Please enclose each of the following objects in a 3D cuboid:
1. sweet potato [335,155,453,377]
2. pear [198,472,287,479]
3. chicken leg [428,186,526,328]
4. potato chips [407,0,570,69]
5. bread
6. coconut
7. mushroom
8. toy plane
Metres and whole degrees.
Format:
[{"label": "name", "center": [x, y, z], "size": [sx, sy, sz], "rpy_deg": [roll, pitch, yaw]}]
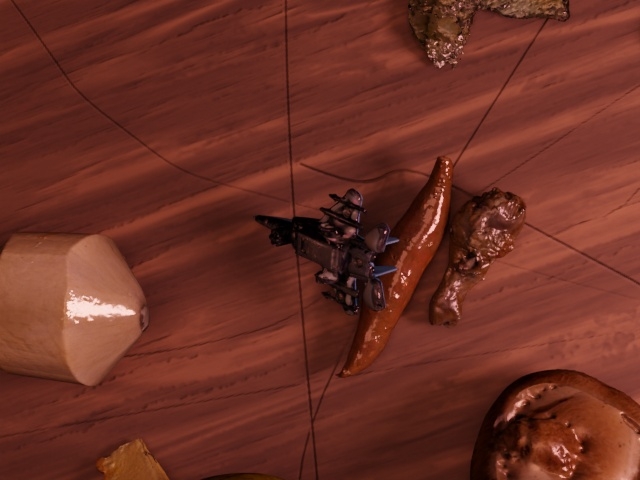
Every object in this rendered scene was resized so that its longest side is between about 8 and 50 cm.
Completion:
[{"label": "sweet potato", "center": [0.097, 0.037, 1.723], "size": [0.072, 0.066, 0.314], "rpy_deg": [31, 93, 50]}, {"label": "pear", "center": [-0.090, 0.411, 1.609], "size": [0.283, 0.283, 0.284], "rpy_deg": [-1, 83, 11]}, {"label": "chicken leg", "center": [0.191, 0.022, 1.710], "size": [0.085, 0.069, 0.198], "rpy_deg": [26, 95, -11]}, {"label": "potato chips", "center": [0.214, -0.332, 1.766], "size": [0.220, 0.029, 0.202], "rpy_deg": [-34, 78, 2]}, {"label": "bread", "center": [-0.245, 0.313, 1.743], "size": [0.084, 0.080, 0.109], "rpy_deg": [-36, 80, 2]}, {"label": "coconut", "center": [-0.325, 0.085, 1.727], "size": [0.221, 0.202, 0.202], "rpy_deg": [6, 84, 13]}, {"label": "mushroom", "center": [0.297, 0.276, 1.595], "size": [0.253, 0.153, 0.253], "rpy_deg": [-1, 57, 1]}, {"label": "toy plane", "center": [-0.006, 0.002, 1.707], "size": [0.246, 0.078, 0.169], "rpy_deg": [18, 116, 34]}]
